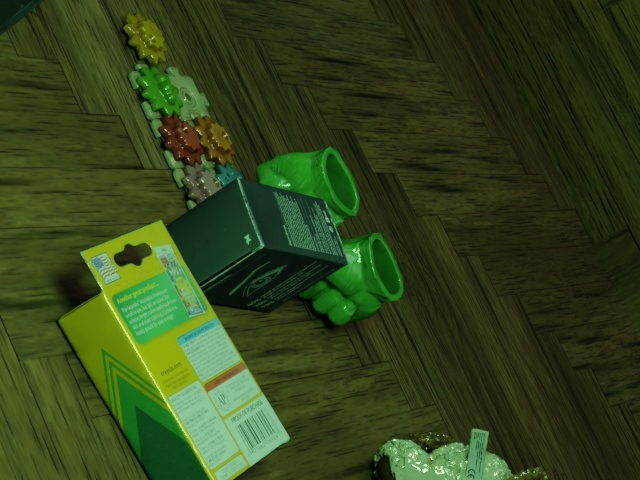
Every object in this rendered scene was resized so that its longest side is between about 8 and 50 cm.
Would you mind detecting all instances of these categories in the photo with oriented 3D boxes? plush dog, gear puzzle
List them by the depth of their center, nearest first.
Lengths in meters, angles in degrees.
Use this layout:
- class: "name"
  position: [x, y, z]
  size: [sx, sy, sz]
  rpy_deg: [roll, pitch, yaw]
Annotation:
- class: "plush dog"
  position: [0.213, 0.362, 2.511]
  size: [0.262, 0.210, 0.225]
  rpy_deg: [60, 0, -1]
- class: "gear puzzle"
  position: [-0.189, -0.186, 2.523]
  size: [0.175, 0.044, 0.339]
  rpy_deg: [-3, 65, -60]

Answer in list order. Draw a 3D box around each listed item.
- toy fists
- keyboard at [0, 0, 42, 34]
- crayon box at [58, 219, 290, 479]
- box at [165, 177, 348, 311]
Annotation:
- class: "toy fists"
  position: [0.000, 0.000, 2.520]
  size: [0.279, 0.142, 0.096]
  rpy_deg: [61, 32, -22]
- class: "keyboard"
  position: [-0.454, -0.355, 2.237]
  size: [0.201, 0.033, 0.317]
  rpy_deg: [45, 21, -9]
- class: "crayon box"
  position: [-0.187, 0.149, 2.133]
  size: [0.323, 0.083, 0.203]
  rpy_deg: [60, 27, 2]
- class: "box"
  position: [-0.089, 0.010, 2.368]
  size: [0.207, 0.153, 0.108]
  rpy_deg: [14, 50, -55]
